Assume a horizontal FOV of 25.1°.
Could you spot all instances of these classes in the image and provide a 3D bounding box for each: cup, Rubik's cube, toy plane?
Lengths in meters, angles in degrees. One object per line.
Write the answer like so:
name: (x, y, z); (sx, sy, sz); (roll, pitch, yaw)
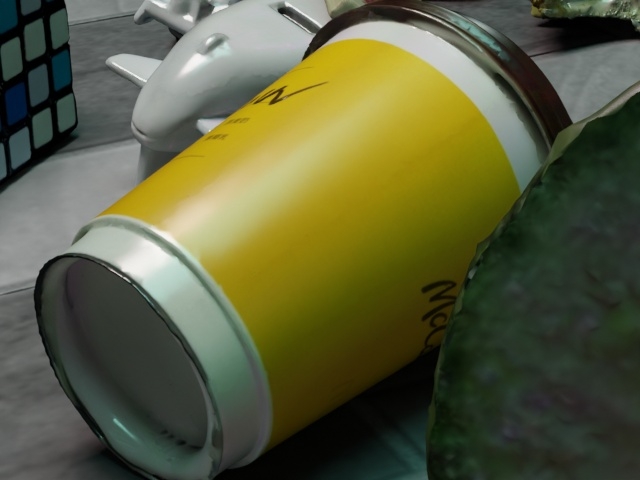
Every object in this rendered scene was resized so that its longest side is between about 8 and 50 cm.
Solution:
cup: (0.000, 0.000, 0.750); (0.196, 0.196, 0.280); (20, 41, 37)
Rubik's cube: (-0.302, -0.140, 1.038); (0.182, 0.187, 0.184); (7, 25, 18)
toy plane: (-0.032, -0.117, 1.045); (0.267, 0.122, 0.267); (10, 39, -8)

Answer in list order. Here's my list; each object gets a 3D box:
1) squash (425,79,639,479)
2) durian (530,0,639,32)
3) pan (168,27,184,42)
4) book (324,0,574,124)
squash: (0.210, 0.028, 0.552); (0.310, 0.310, 0.309); (4, 22, 12)
durian: (0.301, -0.257, 1.320); (0.306, 0.166, 0.172); (-8, -4, -25)
pan: (-0.091, -0.213, 1.347); (0.136, 0.028, 0.235); (-12, 31, -22)
book: (0.096, -0.128, 1.019); (0.232, 0.022, 0.162); (31, 20, -19)
